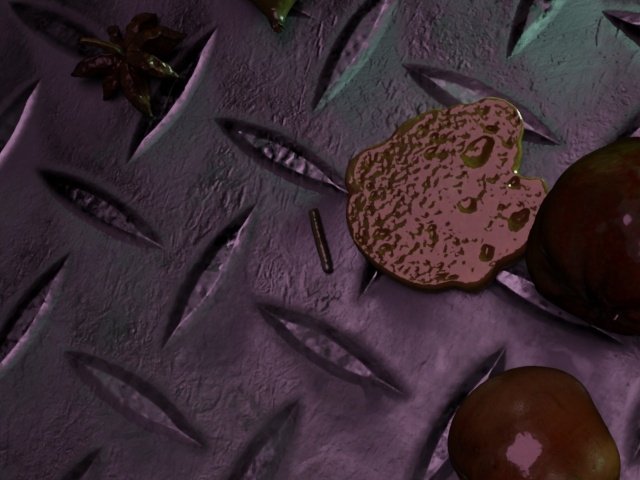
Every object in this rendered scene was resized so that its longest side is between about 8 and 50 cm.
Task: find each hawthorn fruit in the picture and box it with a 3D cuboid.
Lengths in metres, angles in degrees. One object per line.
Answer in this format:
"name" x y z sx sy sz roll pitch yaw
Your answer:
"hawthorn fruit" 0.467 -0.016 1.513 0.308 0.308 0.324 6 69 12

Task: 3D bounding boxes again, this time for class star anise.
"star anise" -0.341 -0.329 1.837 0.212 0.111 0.196 -37 80 -6

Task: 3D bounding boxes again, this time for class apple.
"apple" 0.320 0.312 1.495 0.253 0.253 0.253 -2 77 10

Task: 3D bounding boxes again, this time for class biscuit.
"biscuit" 0.218 -0.071 1.690 0.351 0.057 0.312 -37 74 2

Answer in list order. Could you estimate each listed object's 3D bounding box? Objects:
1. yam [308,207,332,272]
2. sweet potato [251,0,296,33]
"yam" 0.000 0.000 1.734 0.021 0.021 0.116 -15 75 7
"sweet potato" -0.075 -0.555 1.812 0.158 0.158 0.369 13 85 13
